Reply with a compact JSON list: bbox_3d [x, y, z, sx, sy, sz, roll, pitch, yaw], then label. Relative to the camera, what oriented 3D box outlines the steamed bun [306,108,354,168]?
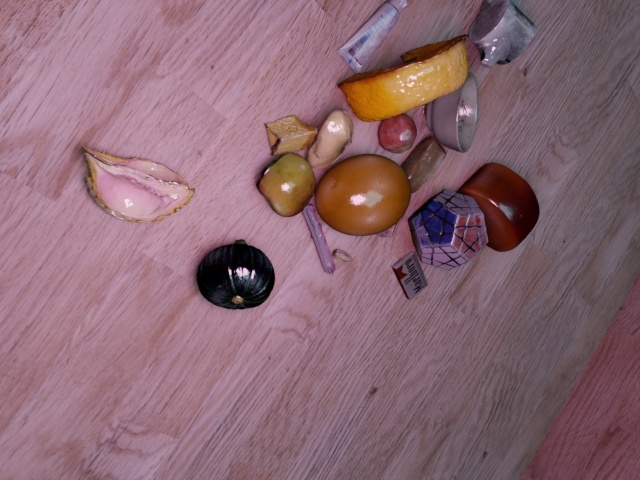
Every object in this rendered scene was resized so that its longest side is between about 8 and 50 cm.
[{"bbox_3d":[0.051,-0.342,1.471,0.110,0.212,0.231,33,88,1],"label":"steamed bun"}]

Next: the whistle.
[{"bbox_3d":[0.713,-0.871,1.741,0.168,0.188,0.405,26,56,-24],"label":"whistle"}]

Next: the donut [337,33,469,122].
[{"bbox_3d":[0.301,-0.535,1.475,0.435,0.377,0.164,-28,112,-13],"label":"donut"}]

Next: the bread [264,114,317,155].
[{"bbox_3d":[-0.094,-0.352,1.439,0.147,0.152,0.127,-19,99,-23],"label":"bread"}]

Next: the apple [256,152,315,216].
[{"bbox_3d":[-0.105,-0.186,1.462,0.188,0.174,0.207,-39,131,-12],"label":"apple"}]

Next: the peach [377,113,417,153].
[{"bbox_3d":[0.292,-0.407,1.628,0.152,0.152,0.152,-6,104,-26],"label":"peach"}]

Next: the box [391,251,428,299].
[{"bbox_3d":[0.379,0.149,1.848,0.115,0.036,0.178,-35,115,-16],"label":"box"}]

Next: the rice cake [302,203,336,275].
[{"bbox_3d":[-0.001,-0.002,1.599,0.051,0.081,0.290,-23,111,-7],"label":"rice cake"}]

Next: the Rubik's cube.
[{"bbox_3d":[0.499,-0.043,1.737,0.264,0.319,0.319,10,98,-55],"label":"Rubik's cube"}]

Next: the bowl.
[{"bbox_3d":[0.492,-0.483,1.665,0.289,0.146,0.290,-25,119,-55],"label":"bowl"}]

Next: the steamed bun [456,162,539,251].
[{"bbox_3d":[0.779,-0.133,1.869,0.235,0.248,0.379,-42,115,-14],"label":"steamed bun"}]

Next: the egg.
[{"bbox_3d":[0.149,-0.157,1.524,0.351,0.282,0.283,-10,105,-22],"label":"egg"}]

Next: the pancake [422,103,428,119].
[{"bbox_3d":[0.454,-0.526,1.750,0.114,0.011,0.115,-6,104,-26],"label":"pancake"}]

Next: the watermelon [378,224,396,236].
[{"bbox_3d":[0.263,-0.057,1.727,0.092,0.072,0.085,19,75,-24],"label":"watermelon"}]

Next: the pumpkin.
[{"bbox_3d":[-0.272,0.093,1.423,0.247,0.248,0.248,-6,104,-26],"label":"pumpkin"}]

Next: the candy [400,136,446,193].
[{"bbox_3d":[0.389,-0.293,1.719,0.104,0.102,0.234,42,79,-27],"label":"candy"}]

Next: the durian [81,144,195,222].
[{"bbox_3d":[-0.537,-0.140,1.263,0.305,0.185,0.196,15,113,-25],"label":"durian"}]

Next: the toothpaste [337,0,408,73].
[{"bbox_3d":[0.191,-0.736,1.546,0.114,0.073,0.299,40,90,-29],"label":"toothpaste"}]

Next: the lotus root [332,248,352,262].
[{"bbox_3d":[0.082,0.059,1.681,0.083,0.030,0.037,25,120,-26],"label":"lotus root"}]
